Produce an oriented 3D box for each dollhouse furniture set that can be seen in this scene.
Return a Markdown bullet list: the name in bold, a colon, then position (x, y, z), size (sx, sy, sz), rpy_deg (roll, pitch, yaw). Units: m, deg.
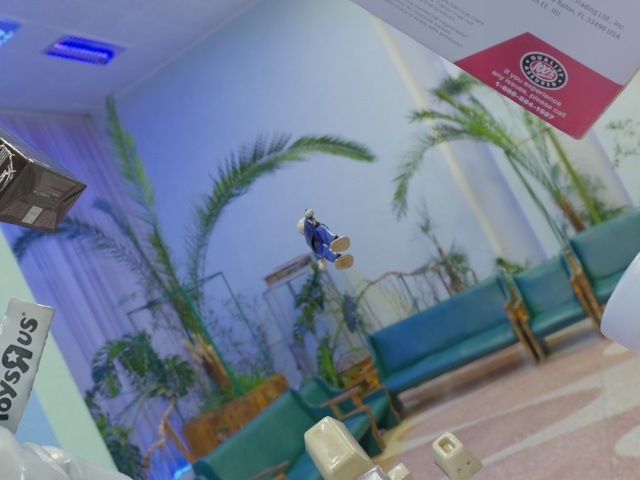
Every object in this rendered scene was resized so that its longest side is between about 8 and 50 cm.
- **dollhouse furniture set**: position (0.049, 0.159, 0.460), size (0.091, 0.081, 0.114), rpy_deg (-36, 25, -9)

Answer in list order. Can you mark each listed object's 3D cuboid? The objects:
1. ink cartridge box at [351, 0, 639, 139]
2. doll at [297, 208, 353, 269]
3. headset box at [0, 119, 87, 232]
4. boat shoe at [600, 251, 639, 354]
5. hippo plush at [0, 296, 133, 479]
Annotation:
- **ink cartridge box**: position (0.200, -0.303, 0.528), size (0.160, 0.279, 0.385), rpy_deg (-51, -9, -26)
- **doll**: position (0.000, 0.000, 1.343), size (0.046, 0.129, 0.189), rpy_deg (-21, 27, -18)
- **headset box**: position (-0.556, -0.147, 1.113), size (0.110, 0.293, 0.218), rpy_deg (-54, -7, -2)
- **boat shoe**: position (0.284, 0.047, 0.445), size (0.306, 0.105, 0.113), rpy_deg (13, -68, -48)
- **hippo plush**: position (-0.111, 0.192, 0.341), size (0.236, 0.294, 0.234), rpy_deg (9, -7, 31)
